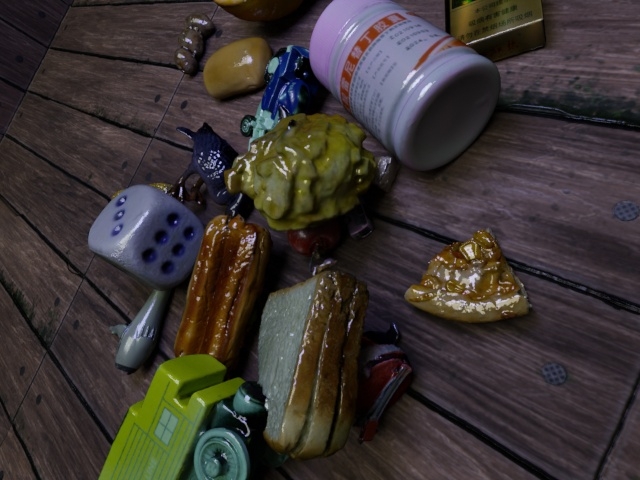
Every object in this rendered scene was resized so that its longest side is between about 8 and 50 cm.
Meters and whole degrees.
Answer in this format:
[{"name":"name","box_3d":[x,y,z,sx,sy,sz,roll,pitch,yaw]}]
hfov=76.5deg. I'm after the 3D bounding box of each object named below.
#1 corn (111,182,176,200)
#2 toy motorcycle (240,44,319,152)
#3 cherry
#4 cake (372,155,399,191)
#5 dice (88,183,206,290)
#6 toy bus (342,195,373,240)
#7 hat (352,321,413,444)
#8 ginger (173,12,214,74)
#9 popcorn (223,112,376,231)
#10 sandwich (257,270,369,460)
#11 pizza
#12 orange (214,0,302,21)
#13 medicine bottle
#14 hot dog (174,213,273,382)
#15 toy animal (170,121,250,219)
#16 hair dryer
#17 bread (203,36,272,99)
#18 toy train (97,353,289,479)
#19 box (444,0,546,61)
[{"name":"corn","box_3d":[-0.498,-0.113,1.148,0.260,0.091,0.091,2,115,34]},{"name":"toy motorcycle","box_3d":[-0.077,-0.290,0.893,0.196,0.125,0.331,-7,72,48]},{"name":"cherry","box_3d":[0.000,0.000,0.757,0.107,0.090,0.225,-11,29,-14]},{"name":"cake","box_3d":[0.086,-0.134,0.797,0.121,0.052,0.065,9,83,36]},{"name":"dice","box_3d":[-0.406,-0.005,0.965,0.191,0.194,0.193,15,64,37]},{"name":"toy bus","box_3d":[0.066,-0.067,0.797,0.052,0.037,0.131,-25,60,18]},{"name":"hat","box_3d":[0.054,0.196,0.688,0.227,0.128,0.140,44,128,53]},{"name":"ginger","box_3d":[-0.401,-0.616,1.267,0.104,0.080,0.204,12,79,30]},{"name":"popcorn","box_3d":[-0.037,-0.133,0.710,0.266,0.192,0.233,-8,42,3]},{"name":"sandwich","box_3d":[-0.039,0.188,0.647,0.288,0.099,0.254,-27,49,63]},{"name":"pizza","box_3d":[0.236,0.051,0.630,0.182,0.062,0.161,16,77,38]},{"name":"orange","box_3d":[-0.134,-0.696,1.020,0.310,0.274,0.274,-29,53,-19]},{"name":"medicine bottle","box_3d":[0.134,-0.293,0.729,0.202,0.202,0.316,-45,55,12]},{"name":"hot dog","box_3d":[-0.194,0.118,0.844,0.158,0.117,0.349,16,93,27]},{"name":"toy animal","box_3d":[-0.272,-0.168,1.002,0.185,0.122,0.298,-27,68,28]},{"name":"hair dryer","box_3d":[-0.457,0.196,1.039,0.219,0.088,0.225,-56,38,-4]},{"name":"bread","box_3d":[-0.232,-0.471,1.097,0.217,0.098,0.147,-5,67,30]},{"name":"toy train","box_3d":[-0.234,0.410,0.701,0.272,0.179,0.442,27,96,24]},{"name":"box","box_3d":[0.316,-0.448,0.746,0.159,0.071,0.240,-8,69,34]}]
